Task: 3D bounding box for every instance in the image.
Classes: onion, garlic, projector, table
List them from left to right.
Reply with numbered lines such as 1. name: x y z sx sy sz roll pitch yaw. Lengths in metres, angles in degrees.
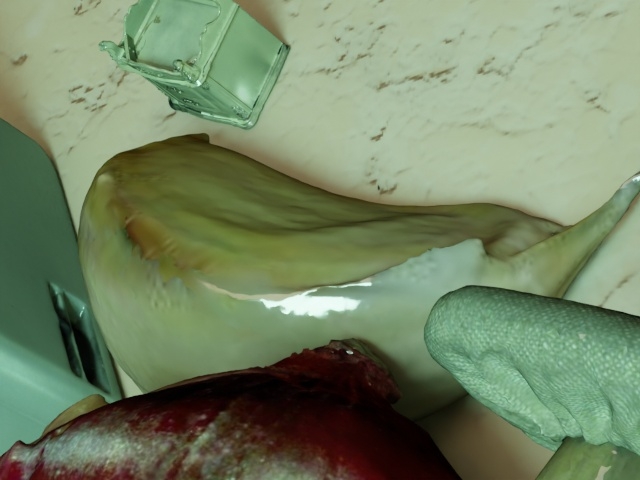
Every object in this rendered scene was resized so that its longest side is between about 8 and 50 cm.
1. projector: -0.241 0.014 1.080 0.108 0.198 0.250 -35 52 16
2. table: -0.081 -0.121 1.109 0.079 0.083 0.062 18 78 38
3. onion: -0.024 0.128 0.831 0.272 0.272 0.195 -3 59 34
4. garlic: 0.004 0.012 0.957 0.338 0.151 0.196 4 58 35

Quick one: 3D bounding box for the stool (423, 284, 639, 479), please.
1. stool: 0.184 0.176 0.636 0.310 0.310 0.226 13 77 40
